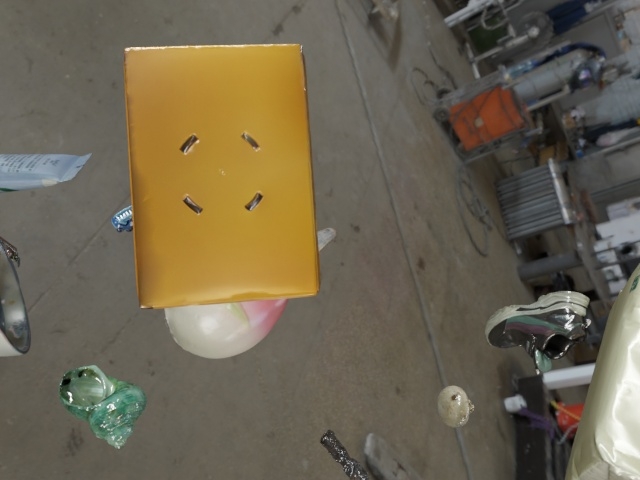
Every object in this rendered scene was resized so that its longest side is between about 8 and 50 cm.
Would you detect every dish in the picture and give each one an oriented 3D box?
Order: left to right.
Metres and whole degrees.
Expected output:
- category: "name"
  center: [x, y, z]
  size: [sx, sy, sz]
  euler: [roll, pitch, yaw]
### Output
- category: "dish"
  center: [-0.465, 0.056, 0.762]
  size: [0.086, 0.236, 0.228]
  euler: [-19, 78, -17]

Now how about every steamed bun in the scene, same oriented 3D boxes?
- category: "steamed bun"
  center: [-0.219, 0.142, 1.462]
  size: [0.309, 0.309, 0.309]
  euler: [33, 47, -44]

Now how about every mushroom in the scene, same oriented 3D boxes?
- category: "mushroom"
  center: [0.291, 0.350, 1.231]
  size: [0.079, 0.085, 0.085]
  euler: [4, 66, -23]

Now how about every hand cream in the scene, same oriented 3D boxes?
- category: "hand cream"
  center: [-0.431, -0.082, 0.723]
  size: [0.091, 0.271, 0.058]
  euler: [-101, -172, -64]
- category: "hand cream"
  center: [0.000, 0.000, 1.623]
  size: [0.067, 0.043, 0.210]
  euler: [52, 22, 4]

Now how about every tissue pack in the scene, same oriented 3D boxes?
- category: "tissue pack"
  center: [-0.108, -0.069, 0.676]
  size: [0.145, 0.194, 0.274]
  euler: [167, -80, -84]
- category: "tissue pack"
  center: [0.528, 0.234, 0.886]
  size: [0.380, 0.207, 0.297]
  euler: [-60, 155, -25]

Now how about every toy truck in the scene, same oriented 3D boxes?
- category: "toy truck"
  center: [-0.610, -0.073, 1.836]
  size: [0.056, 0.090, 0.073]
  euler: [52, 26, 15]

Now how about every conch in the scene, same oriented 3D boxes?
- category: "conch"
  center: [-0.525, 0.410, 1.428]
  size: [0.196, 0.202, 0.134]
  euler: [-11, 126, -41]

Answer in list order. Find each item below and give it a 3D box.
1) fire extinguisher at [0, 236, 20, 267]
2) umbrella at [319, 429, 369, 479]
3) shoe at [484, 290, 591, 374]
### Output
- category: "fire extinguisher"
  center: [-0.845, 0.006, 1.516]
  size: [0.158, 0.064, 0.043]
  euler: [38, 41, -10]
- category: "umbrella"
  center: [0.053, 0.427, 1.115]
  size: [0.144, 0.037, 0.040]
  euler: [47, 1, 21]
- category: "shoe"
  center: [0.313, 0.142, 0.838]
  size: [0.071, 0.169, 0.099]
  euler: [22, 53, -29]
